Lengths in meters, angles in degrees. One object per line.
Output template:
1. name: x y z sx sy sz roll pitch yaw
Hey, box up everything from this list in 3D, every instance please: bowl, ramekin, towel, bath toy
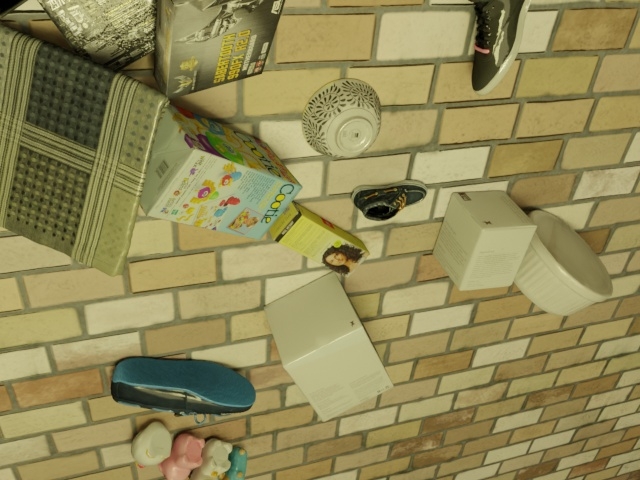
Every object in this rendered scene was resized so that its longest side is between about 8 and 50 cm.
1. bowl: 0.055 -0.222 1.201 0.170 0.080 0.170 -11 129 -14
2. ramekin: 0.577 0.064 1.525 0.273 0.273 0.127 18 131 -32
3. towel: -0.412 -0.136 0.974 0.312 0.056 0.324 23 109 5
4. bath toy: -0.363 0.587 1.642 0.129 0.151 0.348 -16 142 40

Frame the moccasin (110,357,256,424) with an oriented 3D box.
1. moccasin: -0.331 0.360 1.487 0.342 0.137 0.117 17 123 -16

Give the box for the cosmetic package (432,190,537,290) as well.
1. cosmetic package: 0.384 -0.001 1.459 0.151 0.151 0.183 -3 128 -20

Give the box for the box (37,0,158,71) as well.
1. box: -0.312 -0.359 0.945 0.180 0.077 0.147 -29 132 1

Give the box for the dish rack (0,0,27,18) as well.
1. dish rack: -0.483 -0.447 0.811 0.208 0.074 0.271 -32 131 3

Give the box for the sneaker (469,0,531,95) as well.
1. sneaker: 0.303 -0.423 1.135 0.147 0.104 0.295 4 118 -23

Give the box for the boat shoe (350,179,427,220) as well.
1. boat shoe: 0.163 -0.082 1.351 0.183 0.083 0.065 -7 128 -17

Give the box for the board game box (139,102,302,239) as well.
1. board game box: -0.190 -0.116 1.088 0.144 0.142 0.275 -49 148 18

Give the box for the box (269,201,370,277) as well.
1. box: 0.000 0.000 1.367 0.232 0.058 0.087 28 112 -35

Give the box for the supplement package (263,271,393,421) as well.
1. supplement package: 0.021 0.258 1.484 0.199 0.198 0.262 -27 132 0

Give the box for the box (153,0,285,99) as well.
1. box: -0.159 -0.323 0.947 0.183 0.056 0.231 -23 167 -24
